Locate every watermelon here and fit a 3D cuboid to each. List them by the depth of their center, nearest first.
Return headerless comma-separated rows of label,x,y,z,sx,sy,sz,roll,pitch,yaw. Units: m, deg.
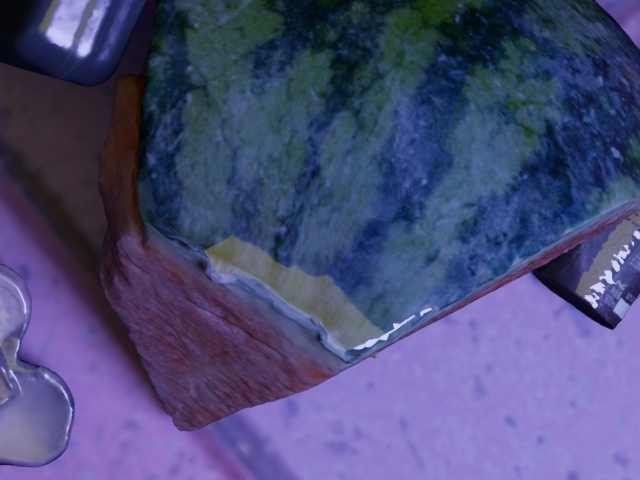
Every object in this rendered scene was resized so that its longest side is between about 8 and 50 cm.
watermelon,0.035,-0.007,0.938,0.250,0.283,0.292,12,132,19

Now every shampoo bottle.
shampoo bottle,0.194,-0.051,1.054,0.063,0.057,0.207,35,89,-6

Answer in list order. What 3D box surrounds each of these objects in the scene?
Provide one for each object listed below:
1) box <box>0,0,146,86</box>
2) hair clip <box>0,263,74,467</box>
box,-0.130,-0.160,0.933,0.050,0.230,0.160,23,89,-31
hair clip,-0.249,0.108,1.008,0.257,0.075,0.146,-32,97,-11
